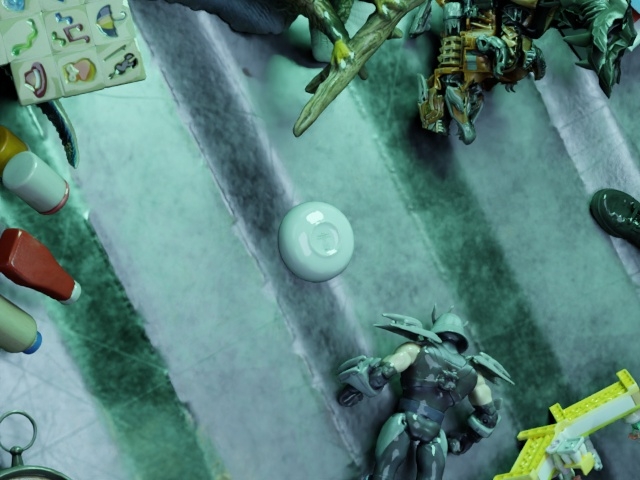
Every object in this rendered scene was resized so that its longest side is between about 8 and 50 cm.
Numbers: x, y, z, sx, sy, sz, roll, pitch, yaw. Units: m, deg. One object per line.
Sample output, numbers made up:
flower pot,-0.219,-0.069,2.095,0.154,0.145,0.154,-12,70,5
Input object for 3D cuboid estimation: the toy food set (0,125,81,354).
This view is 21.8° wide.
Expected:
toy food set,-0.282,0.018,1.515,0.104,0.111,0.232,43,52,-47

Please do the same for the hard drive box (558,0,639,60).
hard drive box,0.344,-0.334,1.861,0.232,0.089,0.181,-42,100,-24

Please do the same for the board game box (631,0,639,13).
board game box,0.377,-0.309,1.806,0.168,0.033,0.133,-7,90,-21

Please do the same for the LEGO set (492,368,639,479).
LEGO set,0.290,0.233,1.744,0.287,0.132,0.107,-38,108,-31

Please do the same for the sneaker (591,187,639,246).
sneaker,0.383,-0.005,1.833,0.170,0.089,0.051,40,68,-16

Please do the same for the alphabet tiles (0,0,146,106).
alphabet tiles,-0.242,-0.247,1.504,0.198,0.009,0.237,-14,89,-16

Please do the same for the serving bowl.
serving bowl,0.000,0.000,1.686,0.083,0.027,0.083,3,82,-25

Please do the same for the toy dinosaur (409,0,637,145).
toy dinosaur,0.214,-0.249,1.719,0.218,0.164,0.322,24,113,16

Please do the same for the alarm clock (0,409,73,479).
alarm clock,-0.271,0.249,1.504,0.129,0.064,0.192,-1,86,-25

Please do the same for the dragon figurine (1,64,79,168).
dragon figurine,-0.302,-0.198,1.539,0.144,0.085,0.289,-5,85,-26

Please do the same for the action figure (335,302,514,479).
action figure,0.093,0.193,1.670,0.185,0.099,0.285,22,70,-14

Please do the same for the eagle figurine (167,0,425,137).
eagle figurine,-0.044,-0.289,1.612,0.298,0.225,0.226,42,44,4
